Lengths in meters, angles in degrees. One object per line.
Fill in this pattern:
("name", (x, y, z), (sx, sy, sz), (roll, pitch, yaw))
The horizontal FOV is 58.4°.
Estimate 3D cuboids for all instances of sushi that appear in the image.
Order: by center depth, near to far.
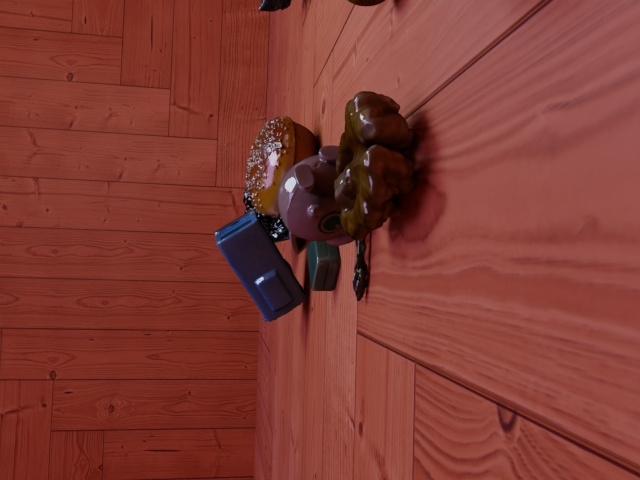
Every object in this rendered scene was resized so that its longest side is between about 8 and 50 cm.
("sushi", (-0.135, -0.074, 1.516), (0.172, 0.153, 0.150), (-43, -63, -75))

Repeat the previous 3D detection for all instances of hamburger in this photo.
("hamburger", (-0.083, -0.152, 1.230), (0.237, 0.148, 0.236), (-178, 90, -78))

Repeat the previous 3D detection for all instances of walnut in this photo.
("walnut", (0.056, -0.076, 0.603), (0.170, 0.069, 0.142), (120, 149, -74))

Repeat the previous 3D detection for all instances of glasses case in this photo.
("glasses case", (0.000, 0.000, 1.011), (0.184, 0.040, 0.077), (-98, 13, -47))

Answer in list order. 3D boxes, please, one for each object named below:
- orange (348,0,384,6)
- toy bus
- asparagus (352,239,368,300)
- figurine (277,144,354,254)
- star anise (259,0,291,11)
("orange", (0.055, -0.308, 0.649), (0.085, 0.085, 0.085), (-178, 90, -81))
("toy bus", (-0.129, 0.062, 1.273), (0.234, 0.116, 0.133), (59, 177, -17))
("asparagus", (0.054, -0.035, 0.741), (0.023, 0.022, 0.232), (-9, -77, -70))
("figurine", (0.003, -0.055, 0.782), (0.138, 0.125, 0.125), (86, 178, -46))
("star anise", (-0.079, -0.689, 1.461), (0.223, 0.109, 0.235), (165, 125, -72))
